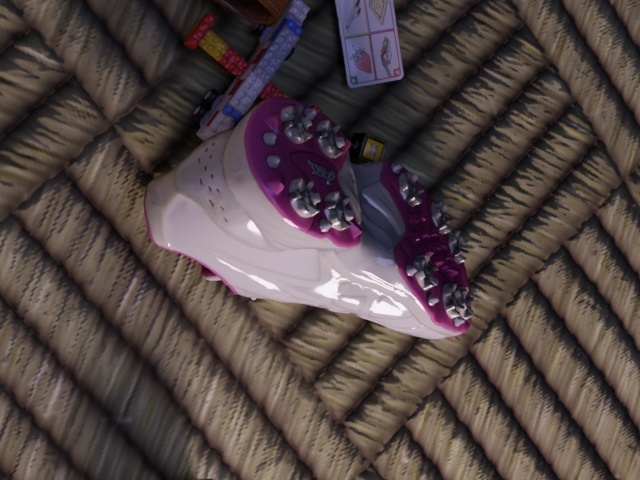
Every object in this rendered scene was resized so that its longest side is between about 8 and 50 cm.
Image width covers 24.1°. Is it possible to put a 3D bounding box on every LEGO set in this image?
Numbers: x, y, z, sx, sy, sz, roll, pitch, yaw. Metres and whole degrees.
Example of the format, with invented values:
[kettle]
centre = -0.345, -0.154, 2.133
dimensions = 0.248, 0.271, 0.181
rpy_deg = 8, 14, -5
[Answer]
[LEGO set]
centre = -0.014, -0.163, 1.071
dimensions = 0.182, 0.060, 0.244
rpy_deg = -13, 100, -25

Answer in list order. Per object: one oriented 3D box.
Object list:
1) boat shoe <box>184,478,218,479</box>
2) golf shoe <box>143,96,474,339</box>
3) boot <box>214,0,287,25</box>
[boat shoe]
centre = -0.097, 0.301, 1.032
dimensions = 0.088, 0.096, 0.268
rpy_deg = -4, 94, -26
[golf shoe]
centre = 0.000, 0.000, 1.070
dimensions = 0.306, 0.140, 0.115
rpy_deg = 35, 44, -47
[boot]
centre = -0.092, -0.293, 0.985
dimensions = 0.283, 0.109, 0.220
rpy_deg = 31, 78, -30
